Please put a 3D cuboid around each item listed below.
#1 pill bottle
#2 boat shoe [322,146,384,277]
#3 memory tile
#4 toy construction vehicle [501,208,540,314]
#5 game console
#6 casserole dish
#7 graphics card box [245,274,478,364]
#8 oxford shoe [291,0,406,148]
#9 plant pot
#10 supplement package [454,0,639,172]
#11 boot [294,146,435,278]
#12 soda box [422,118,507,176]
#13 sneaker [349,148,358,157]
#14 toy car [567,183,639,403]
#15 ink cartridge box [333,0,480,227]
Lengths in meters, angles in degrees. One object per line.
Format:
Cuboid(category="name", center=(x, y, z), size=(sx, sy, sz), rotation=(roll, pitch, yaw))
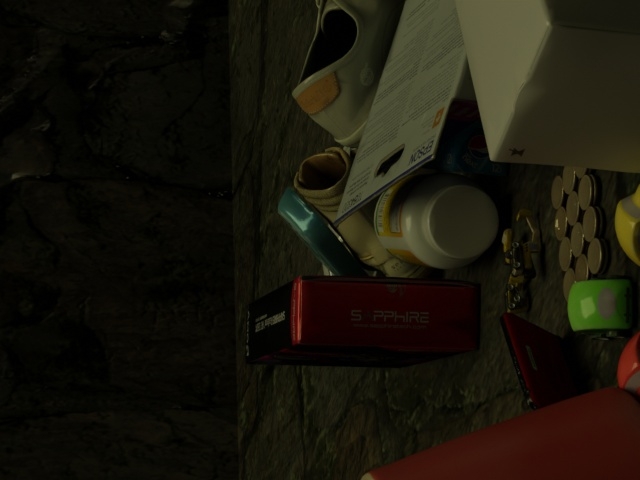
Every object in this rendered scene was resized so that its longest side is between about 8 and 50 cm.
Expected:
Cuboid(category="pill bottle", center=(0.144, -0.024, 2.127), size=(0.208, 0.117, 0.118), rotation=(-176, 89, -78))
Cuboid(category="boat shoe", center=(0.062, -0.030, 2.580), size=(0.088, 0.096, 0.268), rotation=(118, 161, -72))
Cuboid(category="memory tile", center=(0.268, -0.017, 1.807), size=(0.113, 0.012, 0.148), rotation=(116, 154, -61))
Cuboid(category="toy construction vehicle", center=(0.226, 0.025, 1.956), size=(0.086, 0.035, 0.098), rotation=(93, 177, -62))
Cuboid(category="game console", center=(0.224, 0.165, 1.808), size=(0.085, 0.124, 0.144), rotation=(-49, 31, 26))
Cuboid(category="casserole dish", center=(0.000, 0.000, 2.386), size=(0.114, 0.037, 0.188), rotation=(44, 175, 41))
Cuboid(category="graphics card box", center=(0.044, 0.111, 2.288), size=(0.371, 0.232, 0.094), rotation=(154, 118, -75))
Cuboid(category="oxford shoe", center=(0.064, -0.326, 2.322), size=(0.169, 0.130, 0.449), rotation=(-34, 32, 49))
Cuboid(category="plant pot", center=(0.171, 0.282, 1.547), size=(0.275, 0.243, 0.275), rotation=(171, 90, -79))
Cuboid(category="supplement package", center=(0.238, -0.229, 1.614), size=(0.177, 0.175, 0.293), rotation=(109, 160, -48))
Cuboid(category="boot", center=(0.043, -0.044, 2.383), size=(0.095, 0.203, 0.262), rotation=(-44, 22, 1))
Cuboid(category="soda box", center=(0.167, -0.118, 2.148), size=(0.210, 0.071, 0.067), rotation=(-159, 74, -77))
Cuboid(category="sneaker", center=(0.092, -0.184, 2.381), size=(0.282, 0.099, 0.153), rotation=(103, 170, -89))
Cuboid(category="toy car", center=(0.280, 0.060, 1.640), size=(0.225, 0.053, 0.239), rotation=(150, 123, -75))
Cuboid(category="ink cartridge box", center=(0.140, -0.188, 2.039), size=(0.324, 0.071, 0.330), rotation=(147, 142, -67))
